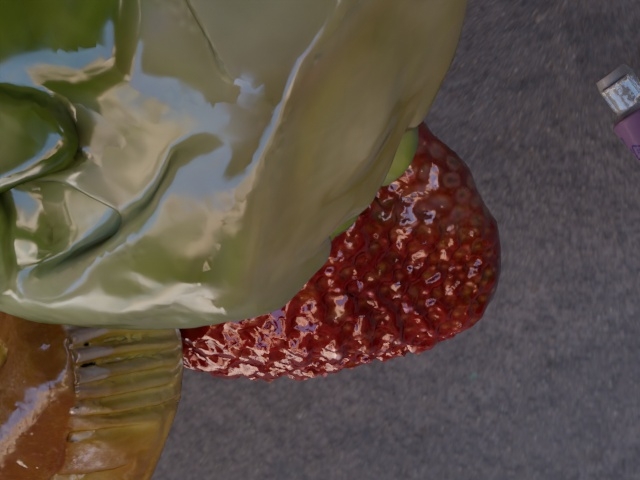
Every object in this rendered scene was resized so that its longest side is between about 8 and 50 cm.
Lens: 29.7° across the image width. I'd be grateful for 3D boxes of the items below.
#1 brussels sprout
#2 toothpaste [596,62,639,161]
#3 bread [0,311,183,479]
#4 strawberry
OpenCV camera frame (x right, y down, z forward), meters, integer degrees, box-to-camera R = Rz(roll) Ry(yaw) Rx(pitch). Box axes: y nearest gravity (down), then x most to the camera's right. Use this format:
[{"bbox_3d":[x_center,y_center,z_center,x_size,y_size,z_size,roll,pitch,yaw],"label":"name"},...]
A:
[{"bbox_3d":[-0.109,-0.102,0.508,0.328,0.247,0.328,23,136,25],"label":"brussels sprout"},{"bbox_3d":[0.315,-0.010,0.962,0.075,0.048,0.301,-35,90,-15],"label":"toothpaste"},{"bbox_3d":[-0.247,0.144,1.028,0.204,0.156,0.288,48,123,31],"label":"bread"},{"bbox_3d":[0.000,0.000,1.120,0.351,0.267,0.312,14,130,-6],"label":"strawberry"}]
